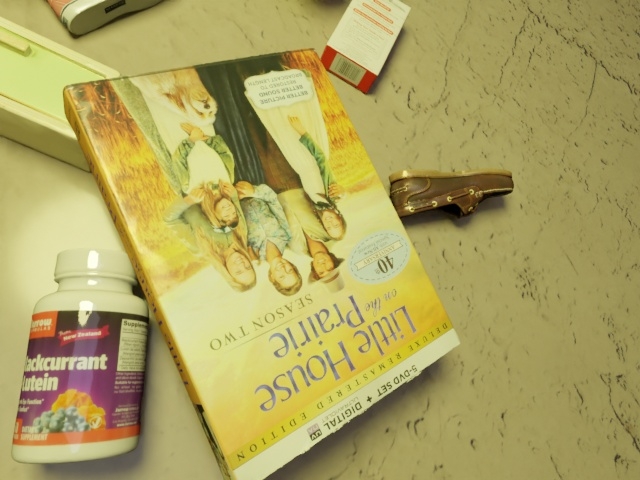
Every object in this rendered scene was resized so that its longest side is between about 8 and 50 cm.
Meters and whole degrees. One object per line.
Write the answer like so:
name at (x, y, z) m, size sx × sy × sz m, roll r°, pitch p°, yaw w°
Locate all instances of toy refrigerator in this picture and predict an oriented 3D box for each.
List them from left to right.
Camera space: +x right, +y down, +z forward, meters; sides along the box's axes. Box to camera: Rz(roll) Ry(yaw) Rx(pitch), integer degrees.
toy refrigerator at (-0.376, -0.191, 0.505) m, size 0.270 × 0.094 × 0.102 m, roll 24°, pitch 67°, yaw -10°

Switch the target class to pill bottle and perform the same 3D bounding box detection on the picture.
pill bottle at (-0.232, 0.110, 0.450) m, size 0.108 × 0.108 × 0.193 m, roll 3°, pitch 72°, yaw -18°

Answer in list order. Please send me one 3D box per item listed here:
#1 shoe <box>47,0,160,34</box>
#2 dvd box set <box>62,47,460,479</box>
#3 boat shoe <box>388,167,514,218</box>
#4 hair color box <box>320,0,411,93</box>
shoe at (-0.285, -0.355, 0.605) m, size 0.178 × 0.063 × 0.081 m, roll -39°, pitch 94°, yaw -21°
dvd box set at (-0.050, -0.005, 0.507) m, size 0.308 × 0.062 × 0.420 m, roll -22°, pitch 84°, yaw -29°
boat shoe at (0.202, -0.067, 0.680) m, size 0.207 × 0.073 × 0.073 m, roll -5°, pitch 76°, yaw -13°
hair color box at (0.073, -0.333, 0.729) m, size 0.093 × 0.053 × 0.167 m, roll 29°, pitch 67°, yaw -8°
